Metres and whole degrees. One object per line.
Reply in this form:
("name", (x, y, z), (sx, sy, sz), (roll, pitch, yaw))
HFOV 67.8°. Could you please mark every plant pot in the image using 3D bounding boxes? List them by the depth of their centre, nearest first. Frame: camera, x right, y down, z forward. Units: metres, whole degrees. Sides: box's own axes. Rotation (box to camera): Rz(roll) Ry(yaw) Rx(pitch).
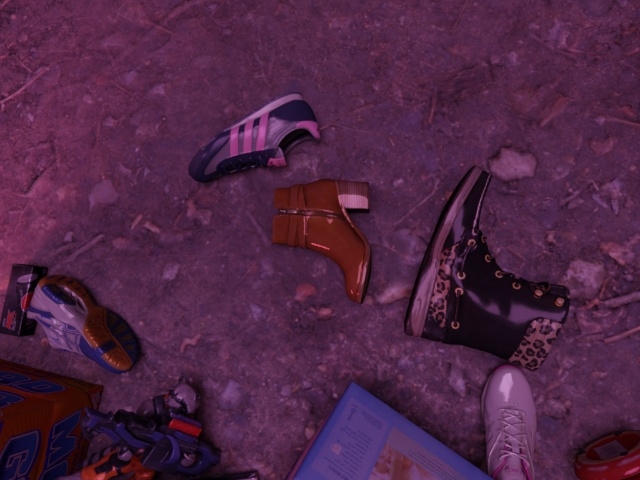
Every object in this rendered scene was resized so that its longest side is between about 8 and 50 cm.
("plant pot", (0.593, 0.460, 0.878), (0.191, 0.191, 0.174), (-27, 76, 4))

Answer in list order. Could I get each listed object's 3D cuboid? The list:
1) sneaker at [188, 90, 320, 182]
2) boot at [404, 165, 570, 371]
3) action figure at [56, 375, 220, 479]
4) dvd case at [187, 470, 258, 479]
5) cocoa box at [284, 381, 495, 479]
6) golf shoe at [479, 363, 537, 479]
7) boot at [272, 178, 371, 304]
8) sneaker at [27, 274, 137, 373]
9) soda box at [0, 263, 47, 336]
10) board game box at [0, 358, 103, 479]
("sneaker", (-0.148, -0.205, 1.083), (0.319, 0.112, 0.131), (-34, 78, 4))
("boot", (0.357, 0.063, 0.975), (0.284, 0.138, 0.377), (20, 90, 10))
("action figure", (-0.397, 0.411, 0.995), (0.330, 0.341, 0.178), (-42, 39, -6))
("dvd case", (-0.202, 0.630, 1.044), (0.165, 0.018, 0.221), (-11, 83, 7))
("cocoa box", (0.116, 0.482, 0.870), (0.347, 0.231, 0.228), (33, 133, 10))
("golf shoe", (0.379, 0.404, 0.936), (0.115, 0.140, 0.306), (3, 83, 9))
("boot", (0.000, 0.000, 1.041), (0.220, 0.109, 0.283), (-2, 81, 6))
("sneaker", (-0.551, 0.214, 1.105), (0.296, 0.112, 0.131), (41, 107, 11))
("soda box", (-0.714, 0.142, 1.145), (0.060, 0.053, 0.168), (8, 85, 8))
("board game box", (-0.738, 0.460, 0.959), (0.357, 0.356, 0.356), (11, 85, 8))
